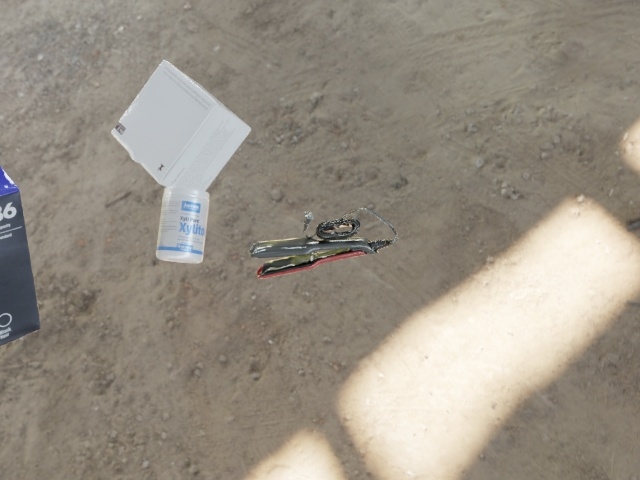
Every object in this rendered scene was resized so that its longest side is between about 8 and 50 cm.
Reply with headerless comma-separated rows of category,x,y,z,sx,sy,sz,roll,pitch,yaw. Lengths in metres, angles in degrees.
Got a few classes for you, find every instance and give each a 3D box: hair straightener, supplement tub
hair straightener,0.000,0.000,0.955,0.231,0.089,0.047,-8,32,18
supplement tub,-0.206,-0.022,0.964,0.071,0.071,0.107,2,83,27

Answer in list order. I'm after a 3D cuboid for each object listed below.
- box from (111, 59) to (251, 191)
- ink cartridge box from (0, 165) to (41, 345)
box,-0.265,-0.208,1.223,0.181,0.119,0.182,42,98,28
ink cartridge box,-0.540,0.022,0.989,0.065,0.332,0.165,23,33,35
